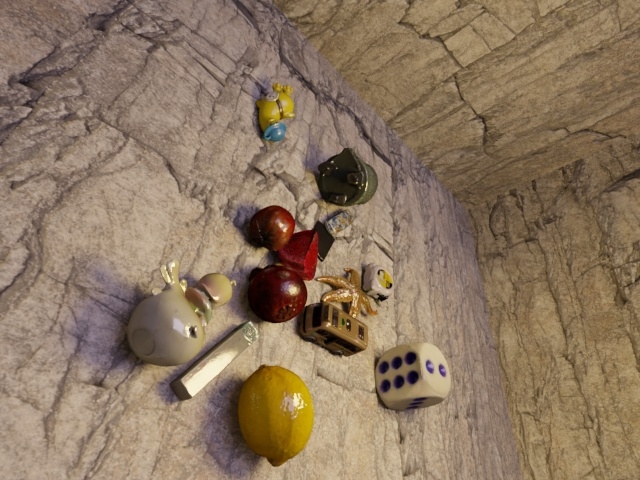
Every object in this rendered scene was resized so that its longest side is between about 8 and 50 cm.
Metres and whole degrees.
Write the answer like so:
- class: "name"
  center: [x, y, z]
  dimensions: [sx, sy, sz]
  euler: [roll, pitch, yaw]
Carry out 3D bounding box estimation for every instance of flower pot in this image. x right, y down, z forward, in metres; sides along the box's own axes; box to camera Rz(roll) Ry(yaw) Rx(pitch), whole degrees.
- class: "flower pot"
  center: [0.137, -0.323, 2.084]
  dimensions: [0.283, 0.299, 0.298]
  euler: [-9, 74, -60]

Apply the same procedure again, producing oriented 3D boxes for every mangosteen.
- class: "mangosteen"
  center: [-0.168, 0.174, 1.459]
  dimensions: [0.215, 0.215, 0.257]
  euler: [23, 19, -42]

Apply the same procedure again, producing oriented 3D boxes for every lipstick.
- class: "lipstick"
  center: [-0.314, 0.360, 1.242]
  dimensions: [0.066, 0.068, 0.317]
  euler: [60, 35, -5]

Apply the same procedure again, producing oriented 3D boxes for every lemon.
- class: "lemon"
  center: [-0.135, 0.518, 1.227]
  dimensions: [0.236, 0.236, 0.262]
  euler: [-14, 101, -54]

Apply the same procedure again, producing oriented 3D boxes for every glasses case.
- class: "glasses case"
  center: [0.101, -0.096, 2.074]
  dimensions: [0.086, 0.065, 0.248]
  euler: [58, 33, 0]

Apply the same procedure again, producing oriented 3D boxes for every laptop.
- class: "laptop"
  center: [0.000, 0.000, 1.930]
  dimensions: [0.135, 0.016, 0.197]
  euler: [51, 35, -14]

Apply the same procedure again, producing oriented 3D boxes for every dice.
- class: "dice"
  center: [0.418, 0.620, 1.834]
  dimensions: [0.251, 0.259, 0.242]
  euler: [27, 46, -38]

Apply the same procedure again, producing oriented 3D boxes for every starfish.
- class: "starfish"
  center: [0.139, 0.247, 1.872]
  dimensions: [0.375, 0.094, 0.326]
  euler: [42, 41, -18]

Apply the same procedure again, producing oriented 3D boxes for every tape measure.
- class: "tape measure"
  center: [0.294, 0.222, 2.082]
  dimensions: [0.178, 0.105, 0.196]
  euler: [37, 40, -21]

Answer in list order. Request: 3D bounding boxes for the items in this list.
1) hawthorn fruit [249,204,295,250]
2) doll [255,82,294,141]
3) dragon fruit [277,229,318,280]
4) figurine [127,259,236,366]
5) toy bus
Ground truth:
- class: "hawthorn fruit"
  center: [-0.173, -0.062, 1.609]
  dimensions: [0.181, 0.181, 0.235]
  euler: [56, 40, -9]
- class: "doll"
  center: [-0.228, -0.624, 1.975]
  dimensions: [0.200, 0.145, 0.362]
  euler: [11, 60, -1]
- class: "dragon fruit"
  center: [-0.086, 0.058, 1.678]
  dimensions: [0.190, 0.162, 0.261]
  euler: [25, 38, -1]
- class: "figurine"
  center: [-0.377, 0.174, 1.171]
  dimensions: [0.394, 0.227, 0.274]
  euler: [-39, 126, -64]
- class: "toy bus"
  center: [0.059, 0.359, 1.636]
  dimensions: [0.290, 0.157, 0.139]
  euler: [37, 42, -32]
